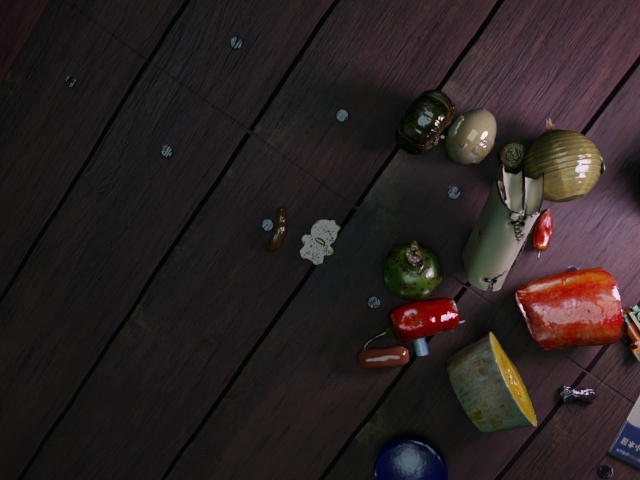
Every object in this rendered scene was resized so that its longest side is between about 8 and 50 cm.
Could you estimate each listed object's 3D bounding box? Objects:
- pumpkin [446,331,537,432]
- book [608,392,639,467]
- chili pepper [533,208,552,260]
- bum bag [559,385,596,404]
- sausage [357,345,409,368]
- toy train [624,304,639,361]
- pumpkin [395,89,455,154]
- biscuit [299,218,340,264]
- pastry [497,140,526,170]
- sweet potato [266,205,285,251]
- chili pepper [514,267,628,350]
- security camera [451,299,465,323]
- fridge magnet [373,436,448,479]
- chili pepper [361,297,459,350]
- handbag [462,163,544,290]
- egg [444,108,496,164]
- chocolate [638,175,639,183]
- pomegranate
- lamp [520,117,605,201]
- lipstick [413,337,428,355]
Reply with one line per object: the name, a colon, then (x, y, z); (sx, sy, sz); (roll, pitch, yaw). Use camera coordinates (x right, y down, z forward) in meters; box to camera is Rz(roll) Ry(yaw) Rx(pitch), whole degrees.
pumpkin: (0.562, 0.490, 1.770); (0.199, 0.332, 0.332); (-31, 87, 22)
book: (1.174, 0.644, 1.814); (0.228, 0.018, 0.322); (25, 96, 8)
chili pepper: (0.774, -0.021, 1.838); (0.059, 0.050, 0.191); (13, 82, 11)
bum bag: (0.902, 0.542, 1.845); (0.124, 0.034, 0.058); (2, 79, 9)
sausage: (0.229, 0.431, 1.933); (0.194, 0.077, 0.077); (-7, 91, 8)
toy train: (1.083, 0.310, 1.790); (0.118, 0.074, 0.176); (-33, 89, 12)
pumpkin: (0.362, -0.401, 1.801); (0.159, 0.238, 0.238); (42, 98, 0)
biscuit: (-0.005, 0.001, 1.977); (0.133, 0.027, 0.184); (16, 93, 9)
pastry: (0.671, -0.298, 1.840); (0.097, 0.057, 0.109); (30, 98, 5)
sweet potato: (-0.158, -0.039, 1.988); (0.053, 0.054, 0.182); (16, 92, -1)
chili pepper: (0.835, 0.237, 1.773); (0.305, 0.229, 0.251); (-15, 93, 20)
security camera: (0.478, 0.258, 1.896); (0.058, 0.058, 0.092); (-22, 82, 9)
fridge magnet: (0.326, 0.840, 1.911); (0.265, 0.112, 0.265); (0, 93, 9)
chili pepper: (0.303, 0.285, 1.825); (0.338, 0.131, 0.134); (-11, 80, -8)
handbag: (0.581, -0.034, 1.695); (0.160, 0.237, 0.358); (13, 136, 6)
egg: (0.519, -0.354, 1.809); (0.164, 0.164, 0.201); (31, 108, 7)
chocolate: (1.214, -0.227, 1.619); (0.360, 0.341, 0.161); (-26, 78, 10)
pomegranate: (0.318, 0.098, 1.821); (0.211, 0.263, 0.211); (-1, 66, 3)
lamp: (0.778, -0.266, 1.732); (0.250, 0.250, 0.284); (-13, 81, 9)
lipstick: (0.354, 0.339, 1.920); (0.048, 0.048, 0.158); (-13, 89, 9)
